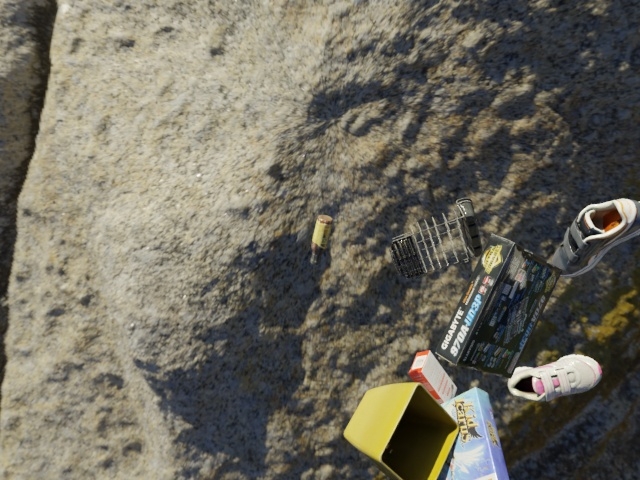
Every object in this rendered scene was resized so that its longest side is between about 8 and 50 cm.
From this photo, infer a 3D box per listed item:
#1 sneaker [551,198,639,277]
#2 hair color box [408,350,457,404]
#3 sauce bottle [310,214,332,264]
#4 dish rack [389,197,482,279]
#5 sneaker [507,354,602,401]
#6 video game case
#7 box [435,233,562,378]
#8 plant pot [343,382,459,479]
[{"bbox_3d":[0.749,-0.012,1.554,0.127,0.126,0.321,13,139,-24],"label":"sneaker"},{"bbox_3d":[0.345,0.431,1.695,0.053,0.093,0.167,-25,109,40],"label":"hair color box"},{"bbox_3d":[0.000,0.000,1.400,0.042,0.042,0.128,12,114,-1],"label":"sauce bottle"},{"bbox_3d":[0.338,0.007,1.629,0.272,0.074,0.208,-20,133,8],"label":"dish rack"},{"bbox_3d":[0.616,0.379,1.479,0.252,0.111,0.103,-26,80,33],"label":"sneaker"},{"bbox_3d":[0.352,0.556,1.451,0.061,0.269,0.244,33,126,-29],"label":"video game case"},{"bbox_3d":[0.307,0.118,0.941,0.175,0.051,0.220,21,95,-39],"label":"box"},{"bbox_3d":[0.191,0.493,1.416,0.212,0.187,0.212,48,61,-26],"label":"plant pot"}]
